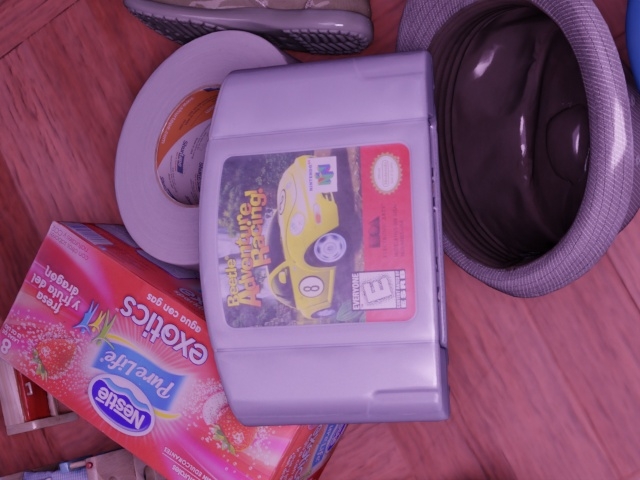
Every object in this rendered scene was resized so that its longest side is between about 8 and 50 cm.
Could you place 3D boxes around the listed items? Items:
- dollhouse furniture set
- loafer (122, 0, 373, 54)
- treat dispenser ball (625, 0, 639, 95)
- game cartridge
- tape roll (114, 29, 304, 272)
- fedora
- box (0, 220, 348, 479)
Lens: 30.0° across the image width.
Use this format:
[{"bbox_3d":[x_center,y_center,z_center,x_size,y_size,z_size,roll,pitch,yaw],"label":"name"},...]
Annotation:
[{"bbox_3d":[-0.245,0.185,1.157,0.129,0.129,0.184,-16,83,21],"label":"dollhouse furniture set"},{"bbox_3d":[-0.065,-0.228,1.120,0.251,0.094,0.087,8,80,17],"label":"loafer"},{"bbox_3d":[0.360,-0.157,0.830,0.288,0.288,0.288,0,89,22],"label":"treat dispenser ball"},{"bbox_3d":[0.000,0.000,0.959,0.196,0.060,0.294,-5,82,18],"label":"game cartridge"},{"bbox_3d":[-0.086,-0.077,1.093,0.219,0.072,0.219,-11,70,33],"label":"tape roll"},{"bbox_3d":[0.180,-0.096,0.969,0.243,0.124,0.276,-19,82,51],"label":"fedora"},{"bbox_3d":[-0.126,0.114,1.100,0.300,0.154,0.142,31,101,18],"label":"box"}]
